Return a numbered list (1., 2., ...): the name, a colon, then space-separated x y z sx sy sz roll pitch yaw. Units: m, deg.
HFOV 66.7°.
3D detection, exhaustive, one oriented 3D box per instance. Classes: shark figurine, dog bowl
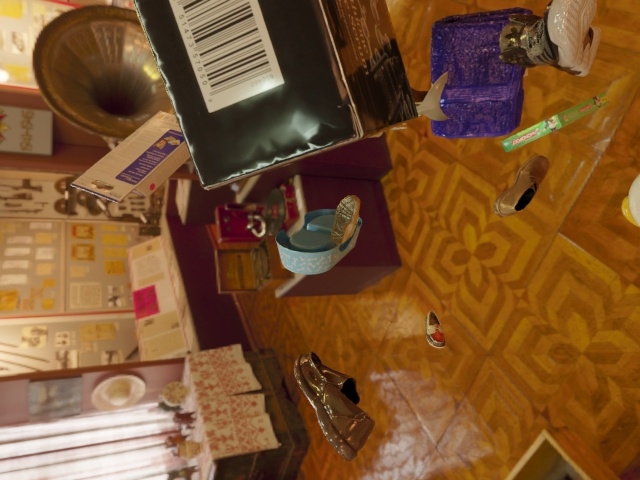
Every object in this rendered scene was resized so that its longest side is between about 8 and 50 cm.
1. shark figurine: 0.140 -0.291 1.068 0.278 0.166 0.116 1 105 64
2. dog bowl: 0.000 0.000 1.300 0.166 0.297 0.074 14 119 24

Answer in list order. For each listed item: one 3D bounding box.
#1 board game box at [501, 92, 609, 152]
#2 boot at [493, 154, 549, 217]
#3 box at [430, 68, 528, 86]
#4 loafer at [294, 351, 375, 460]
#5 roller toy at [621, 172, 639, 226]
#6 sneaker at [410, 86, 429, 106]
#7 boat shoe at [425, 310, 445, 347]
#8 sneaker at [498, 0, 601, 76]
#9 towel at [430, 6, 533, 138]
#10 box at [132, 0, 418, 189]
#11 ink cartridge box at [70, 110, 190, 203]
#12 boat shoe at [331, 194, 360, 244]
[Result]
1. board game box: 0.786 -0.395 1.630 0.214 0.318 0.046 -23 92 59
2. boot: 0.776 -0.204 1.799 0.305 0.112 0.115 -48 12 -16
3. box: 0.519 -0.558 1.627 0.311 0.148 0.121 178 85 -67
4. loafer: 0.044 0.408 1.280 0.133 0.130 0.366 55 176 -32
5. roller toy: 0.641 -0.079 0.822 0.209 0.146 0.191 30 151 38
6. sneaker: 0.256 -0.406 1.438 0.086 0.192 0.064 -38 61 48
7. boat shoe: 0.322 0.249 1.364 0.137 0.049 0.043 -85 0 -65
8. sneaker: 0.372 -0.343 0.820 0.153 0.269 0.101 21 105 32
9. towel: 0.384 -0.389 1.182 0.076 0.228 0.308 -83 -14 -46
10. box: -0.029 -0.267 0.676 0.212 0.395 0.293 -14 101 23
11. ink cartridge box: -0.490 -0.227 1.359 0.176 0.370 0.069 19 140 20
12. boat shoe: 0.062 -0.051 1.108 0.050 0.045 0.135 43 134 22
